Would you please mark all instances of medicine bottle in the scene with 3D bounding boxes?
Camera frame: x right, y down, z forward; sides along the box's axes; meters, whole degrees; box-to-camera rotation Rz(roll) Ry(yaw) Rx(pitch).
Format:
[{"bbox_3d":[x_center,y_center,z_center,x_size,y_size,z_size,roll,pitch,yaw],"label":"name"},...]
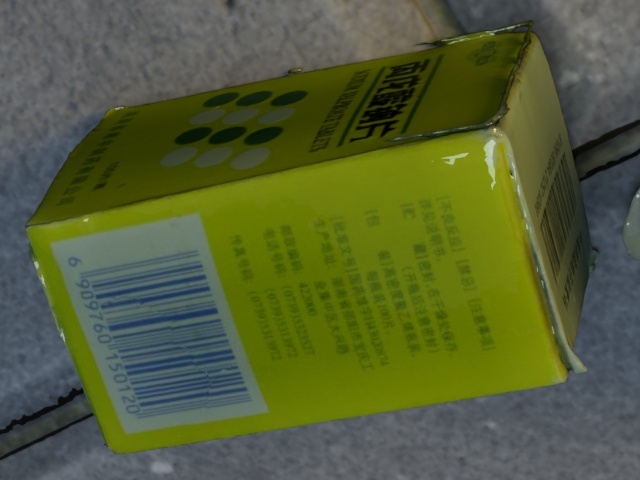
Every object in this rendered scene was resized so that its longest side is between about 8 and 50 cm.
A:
[{"bbox_3d":[0.000,0.000,0.837,0.250,0.137,0.141,-10,111,19],"label":"medicine bottle"}]

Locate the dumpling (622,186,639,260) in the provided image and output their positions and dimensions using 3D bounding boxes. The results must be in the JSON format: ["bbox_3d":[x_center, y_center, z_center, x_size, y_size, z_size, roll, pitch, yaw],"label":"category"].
[{"bbox_3d":[0.192,-0.012,0.837,0.052,0.057,0.076,25,154,-38],"label":"dumpling"}]
